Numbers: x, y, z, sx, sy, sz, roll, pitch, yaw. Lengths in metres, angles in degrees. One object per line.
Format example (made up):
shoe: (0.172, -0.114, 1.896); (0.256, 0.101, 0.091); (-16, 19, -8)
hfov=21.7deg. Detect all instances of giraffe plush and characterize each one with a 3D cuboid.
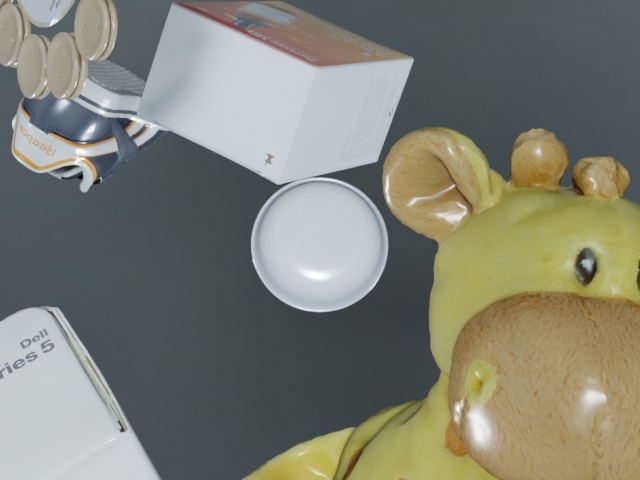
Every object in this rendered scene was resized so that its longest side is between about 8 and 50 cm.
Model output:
giraffe plush: (0.073, 0.063, 0.502); (0.181, 0.210, 0.171); (4, 122, -24)

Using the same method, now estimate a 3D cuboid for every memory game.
memory game: (-0.145, -0.167, 0.914); (0.012, 0.186, 0.186); (0, 136, -35)

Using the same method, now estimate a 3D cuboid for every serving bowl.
serving bowl: (0.000, 0.000, 1.021); (0.083, 0.027, 0.083); (1, 103, 3)

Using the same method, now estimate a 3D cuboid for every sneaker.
sneaker: (-0.255, -0.132, 1.843); (0.126, 0.321, 0.127); (35, 98, 10)

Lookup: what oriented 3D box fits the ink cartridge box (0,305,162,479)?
ink cartridge box: (-0.146, 0.197, 0.813); (0.198, 0.115, 0.273); (-31, 130, -10)

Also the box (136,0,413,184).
box: (-0.031, -0.116, 1.252); (0.130, 0.170, 0.091); (26, 108, 20)
